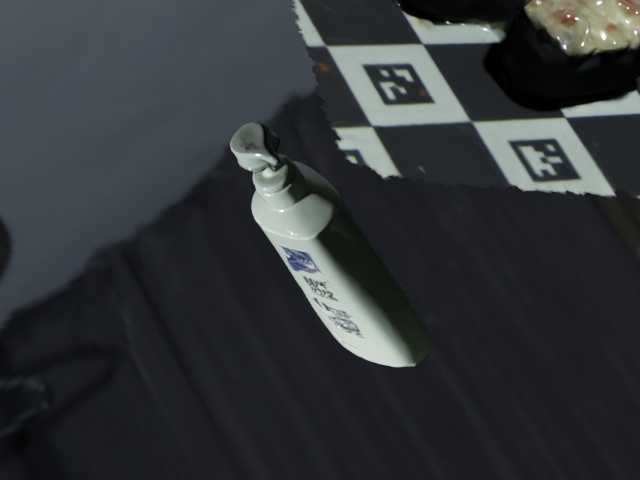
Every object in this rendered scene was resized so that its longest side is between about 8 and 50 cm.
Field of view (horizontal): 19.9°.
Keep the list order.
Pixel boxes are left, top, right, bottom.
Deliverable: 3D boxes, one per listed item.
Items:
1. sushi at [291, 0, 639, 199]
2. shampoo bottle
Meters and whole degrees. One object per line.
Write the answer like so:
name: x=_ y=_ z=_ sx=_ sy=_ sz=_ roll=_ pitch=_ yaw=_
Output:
sushi: x=0.077 y=-0.104 z=0.668 sx=0.193 sy=0.210 sz=0.040 roll=3 pitch=136 yaw=-24
shampoo bottle: x=0.000 y=0.000 z=0.709 sx=0.034 sy=0.049 sz=0.141 roll=-41 pitch=137 yaw=-6
